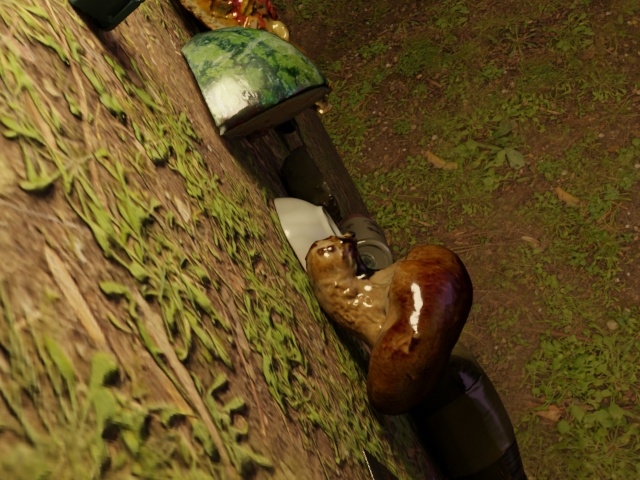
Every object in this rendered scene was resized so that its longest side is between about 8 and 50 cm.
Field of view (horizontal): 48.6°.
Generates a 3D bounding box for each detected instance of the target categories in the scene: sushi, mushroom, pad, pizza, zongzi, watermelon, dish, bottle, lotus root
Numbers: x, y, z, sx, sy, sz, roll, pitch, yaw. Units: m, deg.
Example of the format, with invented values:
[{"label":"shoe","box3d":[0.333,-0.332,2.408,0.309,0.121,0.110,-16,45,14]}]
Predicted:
[{"label":"sushi","box3d":[-0.111,-0.329,1.684,0.215,0.050,0.192,60,9,-46]},{"label":"mushroom","box3d":[0.116,0.118,1.046,0.254,0.267,0.267,27,-16,40]},{"label":"pad","box3d":[0.111,0.342,0.848,0.211,0.003,0.143,52,12,-47]},{"label":"pizza","box3d":[-0.117,-0.403,1.351,0.406,0.130,0.440,40,9,-8]},{"label":"zongzi","box3d":[0.297,0.336,1.353,0.289,0.154,0.317,64,23,2]},{"label":"watermelon","box3d":[-0.105,-0.239,1.111,0.305,0.223,0.180,-58,163,-79]},{"label":"dish","box3d":[0.000,0.000,1.142,0.191,0.066,0.191,58,8,-13]},{"label":"bottle","box3d":[0.088,0.009,1.521,0.110,0.110,0.233,58,7,-19]},{"label":"lotus root","box3d":[-0.018,-0.090,1.350,0.144,0.070,0.143,61,1,38]}]

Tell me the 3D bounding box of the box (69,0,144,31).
[{"label":"box","box3d":[-0.221,-0.268,0.697,0.099,0.074,0.054,62,18,18]}]
